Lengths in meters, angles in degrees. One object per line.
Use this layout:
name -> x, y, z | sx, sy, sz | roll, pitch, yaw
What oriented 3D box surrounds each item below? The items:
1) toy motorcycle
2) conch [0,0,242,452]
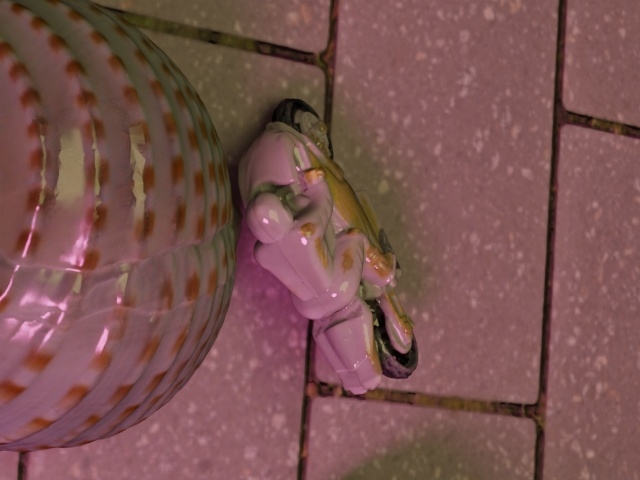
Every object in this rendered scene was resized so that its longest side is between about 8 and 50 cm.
toy motorcycle -> 0.000, 0.000, 1.315 | 0.151, 0.074, 0.228 | -1, 69, -63
conch -> -0.164, -0.003, 1.170 | 0.319, 0.215, 0.303 | 13, 89, -30
